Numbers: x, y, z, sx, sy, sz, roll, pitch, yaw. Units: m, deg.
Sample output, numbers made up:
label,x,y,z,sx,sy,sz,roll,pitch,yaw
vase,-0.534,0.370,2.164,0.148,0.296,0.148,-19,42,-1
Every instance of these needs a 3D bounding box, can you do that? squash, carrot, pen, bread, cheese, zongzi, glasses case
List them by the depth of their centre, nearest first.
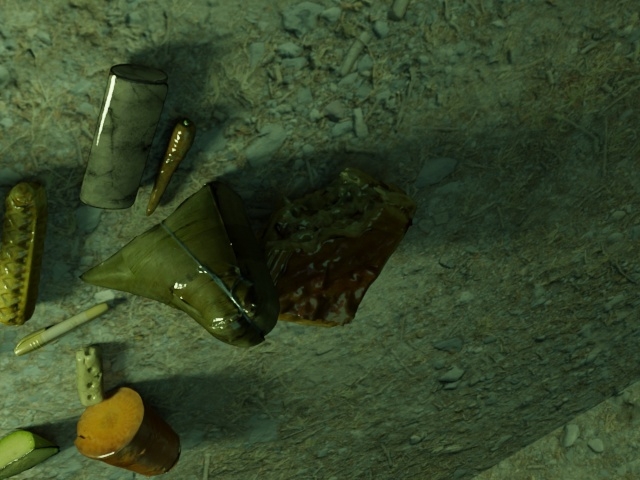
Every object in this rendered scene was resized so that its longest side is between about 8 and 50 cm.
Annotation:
label,x,y,z,sx,sy,sz,roll,pitch,yaw
glasses case,-0.378,-0.192,1.777,0.114,0.060,0.299,1,131,-28
bread,-0.601,0.034,1.878,0.077,0.084,0.368,25,126,8
carrot,-0.306,-0.142,1.878,0.049,0.049,0.254,7,130,-32
zongzi,-0.288,0.109,1.907,0.393,0.356,0.174,-29,145,5
bread,0.000,0.000,2.073,0.314,0.191,0.370,16,111,-32
pen,-0.576,0.193,2.082,0.233,0.032,0.040,-28,115,-1
cheese,-0.545,0.322,2.216,0.064,0.043,0.194,-6,136,-15
squash,-0.740,0.517,2.299,0.192,0.085,0.184,-30,167,7
carrot,-0.461,0.501,2.329,0.196,0.196,0.254,-31,138,4
